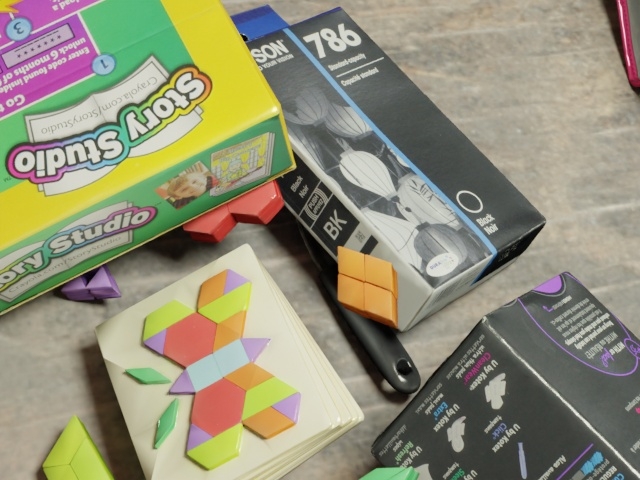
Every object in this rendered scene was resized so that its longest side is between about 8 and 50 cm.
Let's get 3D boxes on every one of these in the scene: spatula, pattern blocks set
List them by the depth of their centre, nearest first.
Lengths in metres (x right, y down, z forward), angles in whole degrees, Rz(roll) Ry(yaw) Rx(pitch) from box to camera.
[{"bbox_3d":[-0.072,0.095,0.963,0.285,0.026,0.325,-42,56,-6],"label":"pattern blocks set"},{"bbox_3d":[0.000,0.000,1.102,0.084,0.030,0.296,-16,66,-35],"label":"spatula"}]

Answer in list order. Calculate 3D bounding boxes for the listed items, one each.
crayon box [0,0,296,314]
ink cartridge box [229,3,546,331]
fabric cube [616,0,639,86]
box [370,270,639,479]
[{"bbox_3d":[-0.250,-0.117,1.020,0.363,0.106,0.313,-27,69,-5],"label":"crayon box"},{"bbox_3d":[0.018,-0.088,1.117,0.333,0.065,0.165,46,45,15],"label":"ink cartridge box"},{"bbox_3d":[0.425,-0.289,1.196,0.258,0.254,0.259,-6,86,-16],"label":"fabric cube"},{"bbox_3d":[0.198,0.175,0.947,0.270,0.143,0.165,45,29,15],"label":"box"}]
